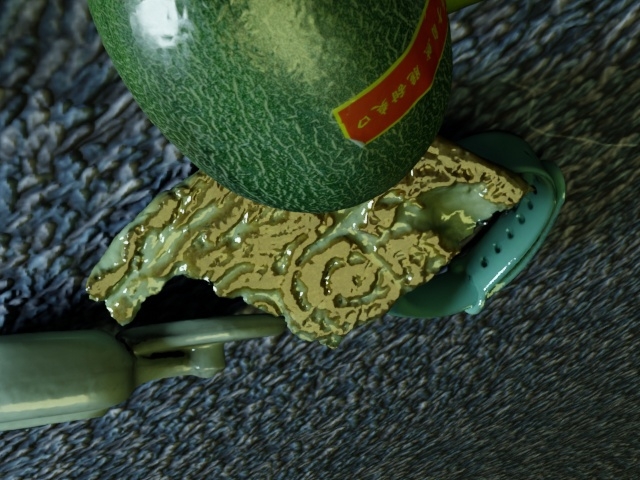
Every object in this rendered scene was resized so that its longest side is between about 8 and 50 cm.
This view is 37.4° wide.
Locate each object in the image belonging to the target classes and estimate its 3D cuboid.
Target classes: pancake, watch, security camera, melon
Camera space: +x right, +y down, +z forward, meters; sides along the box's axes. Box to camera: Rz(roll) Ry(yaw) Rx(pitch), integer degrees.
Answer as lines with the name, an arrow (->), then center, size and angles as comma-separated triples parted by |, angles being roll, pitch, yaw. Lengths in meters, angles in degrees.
pancake -> -0.001, -0.003, 0.771 | 0.377, 0.054, 0.197 | -7, 113, -7
watch -> 0.130, -0.005, 0.913 | 0.195, 0.068, 0.237 | -16, 145, -16
security camera -> -0.170, 0.110, 0.829 | 0.302, 0.080, 0.157 | -6, 172, -27
melon -> -0.018, -0.113, 0.529 | 0.182, 0.182, 0.287 | -27, 150, 5

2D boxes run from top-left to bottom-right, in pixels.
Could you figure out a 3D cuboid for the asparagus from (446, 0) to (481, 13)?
asparagus -> 0.182, -0.217, 0.626 | 0.278, 0.060, 0.067 | -21, 168, -5
